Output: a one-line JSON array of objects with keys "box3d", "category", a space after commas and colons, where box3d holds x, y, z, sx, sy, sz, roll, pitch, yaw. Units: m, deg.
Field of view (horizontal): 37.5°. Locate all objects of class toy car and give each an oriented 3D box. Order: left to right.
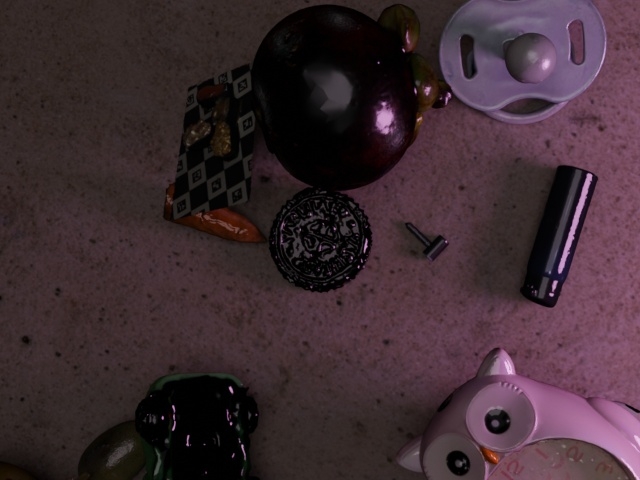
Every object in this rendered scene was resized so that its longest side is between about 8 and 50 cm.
[{"box3d": [-0.224, 0.415, 1.652, 0.213, 0.176, 0.358, 0, 78, -25], "category": "toy car"}]

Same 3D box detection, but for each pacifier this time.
[{"box3d": [0.343, -0.304, 1.593, 0.287, 0.226, 0.238, -2, 106, 8], "category": "pacifier"}]

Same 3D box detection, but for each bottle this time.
[{"box3d": [0.415, -0.006, 1.644, 0.072, 0.082, 0.244, 17, 88, 52], "category": "bottle"}]

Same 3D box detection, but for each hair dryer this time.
[{"box3d": [0.186, -0.006, 1.697, 0.083, 0.026, 0.047, 43, 91, 14], "category": "hair dryer"}]

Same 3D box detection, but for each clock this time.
[{"box3d": [0.344, 0.383, 1.543, 0.377, 0.250, 0.368, 41, 98, 3], "category": "clock"}]

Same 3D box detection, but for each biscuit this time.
[{"box3d": [0.000, 0.000, 1.702, 0.195, 0.053, 0.194, 0, 88, 7], "category": "biscuit"}]

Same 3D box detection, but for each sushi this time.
[{"box3d": [-0.195, -0.185, 1.655, 0.192, 0.043, 0.279, -11, 64, 36], "category": "sushi"}]

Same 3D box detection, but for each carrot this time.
[{"box3d": [-0.189, -0.037, 1.719, 0.205, 0.072, 0.072, 22, 90, 8], "category": "carrot"}]

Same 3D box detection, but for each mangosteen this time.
[{"box3d": [0.038, -0.246, 1.587, 0.330, 0.330, 0.330, 0, 88, 7], "category": "mangosteen"}]

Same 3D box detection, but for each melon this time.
[{"box3d": [-0.367, 0.389, 1.710, 0.162, 0.099, 0.099, -39, 84, 4], "category": "melon"}]

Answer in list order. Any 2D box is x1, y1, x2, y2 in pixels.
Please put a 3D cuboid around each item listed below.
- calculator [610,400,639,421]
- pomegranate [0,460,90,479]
[{"box3d": [0.540, 0.347, 1.636, 0.166, 0.024, 0.103, 38, 92, 9], "category": "calculator"}, {"box3d": [-0.541, 0.529, 1.630, 0.323, 0.291, 0.290, -4, 87, 23], "category": "pomegranate"}]
